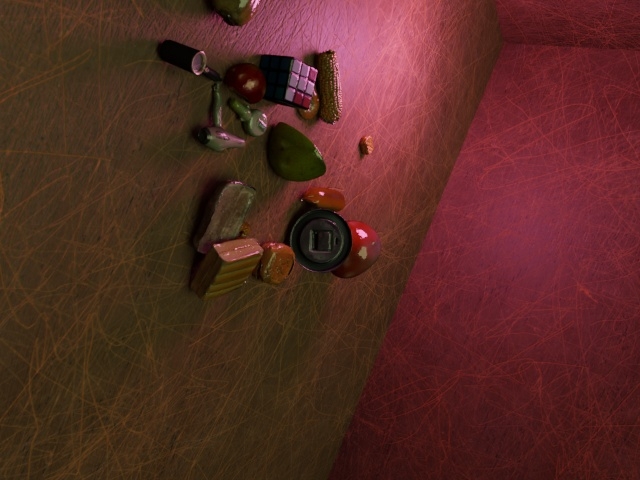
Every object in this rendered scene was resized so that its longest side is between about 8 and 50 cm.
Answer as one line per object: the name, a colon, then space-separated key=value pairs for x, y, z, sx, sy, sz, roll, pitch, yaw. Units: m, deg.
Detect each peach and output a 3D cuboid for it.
peach: x=-0.263 y=-0.572 z=1.561 sx=0.151 sy=0.151 sz=0.118 roll=-62 pitch=-169 yaw=-10

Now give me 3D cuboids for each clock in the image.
clock: x=-0.001 y=0.000 z=2.112 sx=0.061 sy=0.312 sz=0.313 roll=-158 pitch=-91 yaw=-79

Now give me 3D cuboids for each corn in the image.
corn: x=0.042 y=-0.674 z=1.936 sx=0.115 sy=0.115 sz=0.318 roll=-36 pitch=135 yaw=-40

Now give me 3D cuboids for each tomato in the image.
tomato: x=0.171 y=0.044 z=2.322 sx=0.321 sy=0.321 sz=0.322 roll=-31 pitch=131 yaw=-43

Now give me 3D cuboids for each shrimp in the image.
shrimp: x=-0.058 y=-0.619 z=1.877 sx=0.115 sy=0.051 sz=0.217 roll=-46 pitch=143 yaw=-28

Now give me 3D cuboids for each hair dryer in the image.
hair dryer: x=-0.396 y=-0.559 z=1.407 sx=0.070 sy=0.128 sz=0.255 roll=-66 pitch=169 yaw=7
hair dryer: x=-0.343 y=-0.413 z=1.579 sx=0.219 sy=0.088 sz=0.225 roll=36 pitch=63 yaw=-63

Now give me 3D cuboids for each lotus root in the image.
lotus root: x=-0.253 y=-0.828 z=1.401 sx=0.154 sy=0.153 sz=0.279 roll=29 pitch=78 yaw=-57

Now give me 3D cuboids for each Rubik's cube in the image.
Rubik's cube: x=-0.133 y=-0.606 z=1.672 sx=0.163 sy=0.160 sz=0.162 roll=0 pitch=108 yaw=-54

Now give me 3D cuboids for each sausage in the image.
sausage: x=0.012 y=-0.204 z=2.154 sx=0.328 sy=0.112 sz=0.112 roll=2 pitch=106 yaw=-56

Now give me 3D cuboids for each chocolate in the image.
chocolate: x=-0.376 y=-0.094 z=1.657 sx=0.185 sy=0.100 sz=0.304 roll=4 pitch=113 yaw=-62

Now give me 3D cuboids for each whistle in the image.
whistle: x=-0.270 y=-0.469 z=1.645 sx=0.198 sy=0.057 sz=0.104 roll=37 pitch=76 yaw=-57

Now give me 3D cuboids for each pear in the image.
pear: x=-0.092 y=-0.325 z=1.815 sx=0.139 sy=0.239 sz=0.288 roll=-51 pitch=142 yaw=-25

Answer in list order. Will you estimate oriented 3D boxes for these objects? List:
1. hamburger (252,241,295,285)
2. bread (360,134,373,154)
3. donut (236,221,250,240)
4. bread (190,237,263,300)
hamburger: x=-0.212 y=0.103 z=2.008 sx=0.213 sy=0.108 sz=0.214 roll=-25 pitch=125 yaw=-41
bread: x=0.255 y=-0.522 z=2.379 sx=0.083 sy=0.044 sz=0.111 roll=-49 pitch=139 yaw=-30
donut: x=-0.341 y=-0.035 z=1.796 sx=0.108 sy=0.043 sz=0.097 roll=-51 pitch=143 yaw=-24
bread: x=-0.363 y=0.110 z=1.721 sx=0.246 sy=0.111 sz=0.239 roll=-15 pitch=146 yaw=-55
